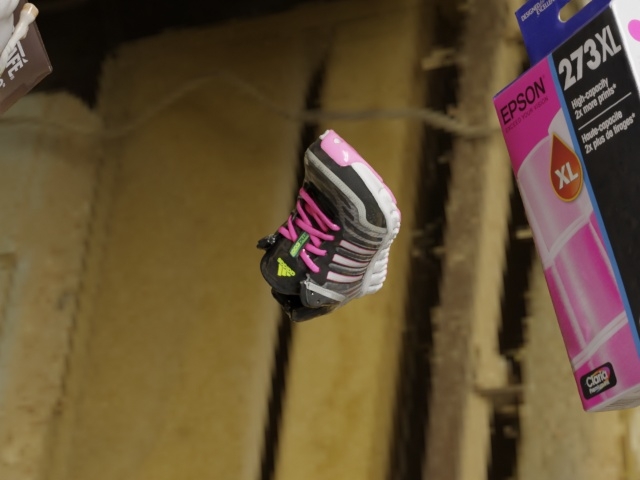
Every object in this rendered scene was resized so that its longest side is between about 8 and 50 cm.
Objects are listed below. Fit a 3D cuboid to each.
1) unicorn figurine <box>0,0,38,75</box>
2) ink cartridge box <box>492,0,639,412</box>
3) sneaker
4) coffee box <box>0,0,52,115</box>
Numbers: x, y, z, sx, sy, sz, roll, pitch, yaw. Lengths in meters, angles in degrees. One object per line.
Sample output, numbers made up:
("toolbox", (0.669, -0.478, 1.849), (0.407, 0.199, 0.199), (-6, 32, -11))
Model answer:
("unicorn figurine", (-0.207, -0.142, 1.108), (0.162, 0.060, 0.111), (89, 20, -47))
("ink cartridge box", (0.234, -0.062, 1.465), (0.069, 0.176, 0.371), (-1, 69, -30))
("sneaker", (0.000, 0.000, 1.086), (0.075, 0.063, 0.170), (-34, 158, -17))
("coffee box", (-0.368, -0.112, 1.424), (0.297, 0.119, 0.168), (-44, 159, -16))
